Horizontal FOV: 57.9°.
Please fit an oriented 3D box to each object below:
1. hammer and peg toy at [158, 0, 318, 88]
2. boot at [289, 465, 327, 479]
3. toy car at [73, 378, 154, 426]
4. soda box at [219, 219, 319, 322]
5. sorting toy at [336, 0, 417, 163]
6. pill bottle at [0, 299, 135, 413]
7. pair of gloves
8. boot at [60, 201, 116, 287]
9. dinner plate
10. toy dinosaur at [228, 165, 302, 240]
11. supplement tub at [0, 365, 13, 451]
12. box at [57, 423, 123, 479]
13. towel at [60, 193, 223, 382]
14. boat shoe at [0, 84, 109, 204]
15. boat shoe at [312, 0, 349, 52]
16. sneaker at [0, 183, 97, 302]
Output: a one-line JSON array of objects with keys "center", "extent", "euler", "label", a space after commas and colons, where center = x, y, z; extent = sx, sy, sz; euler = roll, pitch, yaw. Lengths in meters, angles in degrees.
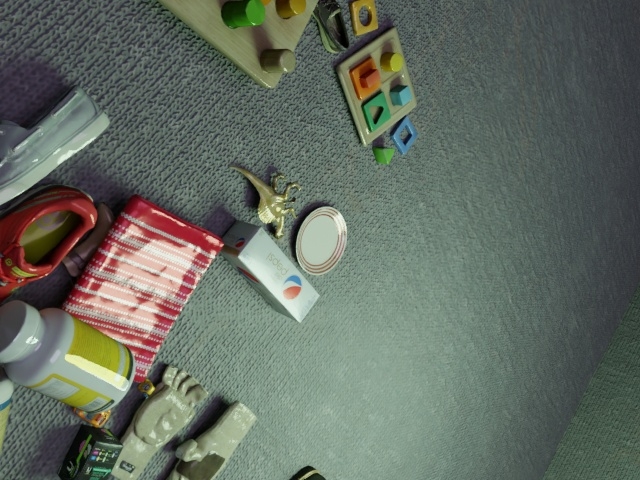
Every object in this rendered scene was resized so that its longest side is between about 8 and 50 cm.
[{"center": [-0.135, -0.429, 0.836], "extent": [0.361, 0.127, 0.266], "euler": [33, 78, -44], "label": "hammer and peg toy"}, {"center": [-0.042, 0.574, 1.211], "extent": [0.198, 0.137, 0.077], "euler": [-37, 125, -30], "label": "boot"}, {"center": [-0.322, 0.250, 0.917], "extent": [0.122, 0.040, 0.060], "euler": [-36, 124, -31], "label": "toy car"}, {"center": [-0.093, 0.059, 1.057], "extent": [0.069, 0.074, 0.216], "euler": [-53, 132, -19], "label": "soda box"}, {"center": [0.129, -0.314, 1.179], "extent": [0.196, 0.047, 0.347], "euler": [-43, 127, -26], "label": "sorting toy"}, {"center": [-0.339, 0.151, 0.755], "extent": [0.103, 0.103, 0.184], "euler": [-57, 140, -16], "label": "pill bottle"}, {"center": [-0.241, 0.349, 1.024], "extent": [0.204, 0.042, 0.240], "euler": [-56, 131, -12], "label": "pair of gloves"}, {"center": [-0.333, 0.013, 0.838], "extent": [0.087, 0.042, 0.118], "euler": [-29, 122, -35], "label": "boot"}, {"center": [0.000, 0.000, 1.169], "extent": [0.141, 0.017, 0.141], "euler": [-15, 112, -40], "label": "dinner plate"}, {"center": [-0.084, -0.078, 1.042], "extent": [0.092, 0.053, 0.183], "euler": [-45, 128, -24], "label": "toy dinosaur"}, {"center": [-0.469, 0.254, 0.705], "extent": [0.144, 0.144, 0.199], "euler": [10, 95, -45], "label": "supplement tub"}, {"center": [-0.355, 0.339, 0.896], "extent": [0.052, 0.062, 0.083], "euler": [31, 80, -43], "label": "box"}, {"center": [-0.278, 0.082, 0.882], "extent": [0.199, 0.031, 0.275], "euler": [36, 83, -51], "label": "towel"}, {"center": [-0.379, -0.119, 0.739], "extent": [0.227, 0.079, 0.081], "euler": [-49, 121, -29], "label": "boat shoe"}, {"center": [0.016, -0.412, 1.041], "extent": [0.056, 0.049, 0.152], "euler": [-47, 129, -23], "label": "boat shoe"}, {"center": [-0.401, 0.027, 0.722], "extent": [0.279, 0.118, 0.107], "euler": [-49, 130, -22], "label": "sneaker"}]
